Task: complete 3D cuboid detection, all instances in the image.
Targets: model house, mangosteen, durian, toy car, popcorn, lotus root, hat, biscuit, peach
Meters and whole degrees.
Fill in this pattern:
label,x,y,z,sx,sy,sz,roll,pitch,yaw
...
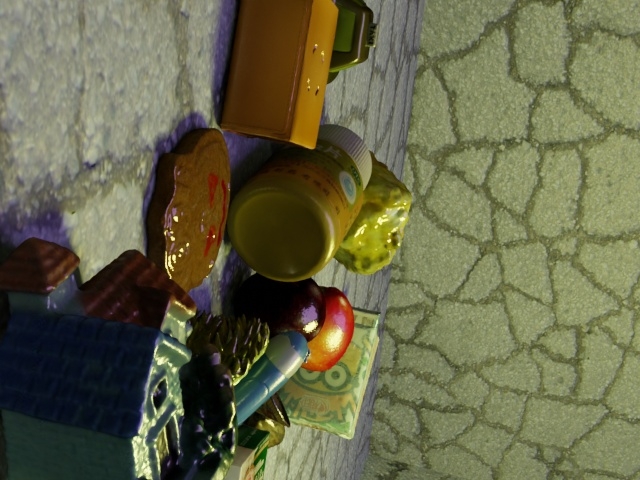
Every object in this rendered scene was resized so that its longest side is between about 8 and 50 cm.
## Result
label,x,y,z,sx,sy,sz,roll,pitch,yaw
model house,-0.233,0.131,0.901,0.295,0.251,0.329,-54,146,-61
mangosteen,-0.088,0.168,1.600,0.194,0.194,0.231,12,87,-77
durian,-0.183,0.226,1.358,0.394,0.163,0.198,-37,139,-80
toy car,0.022,-0.441,1.573,0.204,0.198,0.248,-39,137,-69
popcorn,0.075,-0.070,1.931,0.334,0.292,0.294,97,3,-47
lotus root,-0.135,0.458,1.887,0.080,0.089,0.179,59,-11,36
hat,-0.146,0.366,1.792,0.193,0.082,0.193,63,-3,5
biscuit,-0.207,-0.044,1.262,0.257,0.049,0.273,-51,148,-63
peach,-0.005,0.235,2.024,0.196,0.189,0.226,-69,159,-70

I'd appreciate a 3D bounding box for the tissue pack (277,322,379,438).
label,x,y,z,sx,sy,sz,roll,pitch,yaw
tissue pack,0.017,0.372,2.142,0.128,0.228,0.311,73,31,-65

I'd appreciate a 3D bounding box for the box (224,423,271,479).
label,x,y,z,sx,sy,sz,roll,pitch,yaw
box,-0.186,0.520,1.731,0.199,0.081,0.135,-29,128,-71

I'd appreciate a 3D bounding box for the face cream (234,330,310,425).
label,x,y,z,sx,sy,sz,roll,pitch,yaw
face cream,-0.129,0.272,1.454,0.264,0.083,0.149,-42,-169,-4

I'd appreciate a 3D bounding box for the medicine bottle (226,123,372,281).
label,x,y,z,sx,sy,sz,roll,pitch,yaw
medicine bottle,-0.025,-0.096,1.593,0.384,0.224,0.224,-56,153,-58

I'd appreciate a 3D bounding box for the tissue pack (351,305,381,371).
label,x,y,z,sx,sy,sz,roll,pitch,yaw
tissue pack,0.123,0.352,2.724,0.145,0.159,0.229,-5,105,-77

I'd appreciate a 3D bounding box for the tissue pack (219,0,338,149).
label,x,y,z,sx,sy,sz,roll,pitch,yaw
tissue pack,-0.072,-0.319,1.399,0.194,0.145,0.275,-1,102,-75
